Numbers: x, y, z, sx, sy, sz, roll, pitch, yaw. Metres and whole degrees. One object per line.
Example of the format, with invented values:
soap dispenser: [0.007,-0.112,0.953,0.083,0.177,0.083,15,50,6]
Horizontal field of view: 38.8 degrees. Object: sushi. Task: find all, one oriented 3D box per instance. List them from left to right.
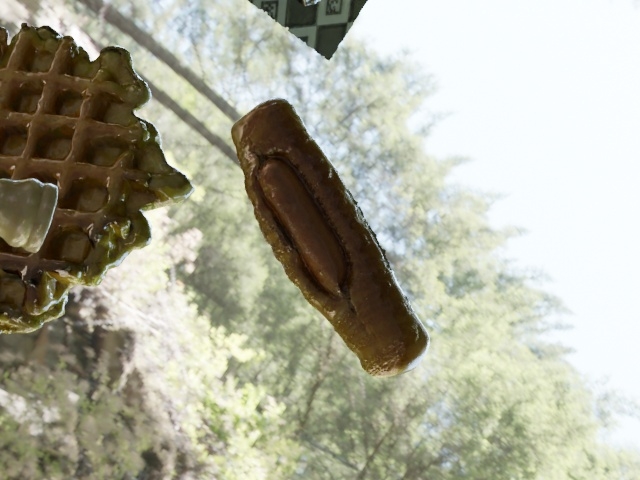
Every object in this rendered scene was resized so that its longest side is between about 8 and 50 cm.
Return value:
sushi: [0.014,-0.337,1.015,0.047,0.231,0.219,38,-82,42]

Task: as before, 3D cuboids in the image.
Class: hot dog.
hot dog: [0.000,0.000,0.397,0.044,0.028,0.137,-31,-98,16]

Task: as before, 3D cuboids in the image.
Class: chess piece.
chess piece: [-0.170,-0.024,0.414,0.035,0.092,0.035,-44,-144,45]

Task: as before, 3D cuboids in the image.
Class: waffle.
waffle: [-0.226,-0.050,0.680,0.243,0.058,0.238,-38,-115,-4]
